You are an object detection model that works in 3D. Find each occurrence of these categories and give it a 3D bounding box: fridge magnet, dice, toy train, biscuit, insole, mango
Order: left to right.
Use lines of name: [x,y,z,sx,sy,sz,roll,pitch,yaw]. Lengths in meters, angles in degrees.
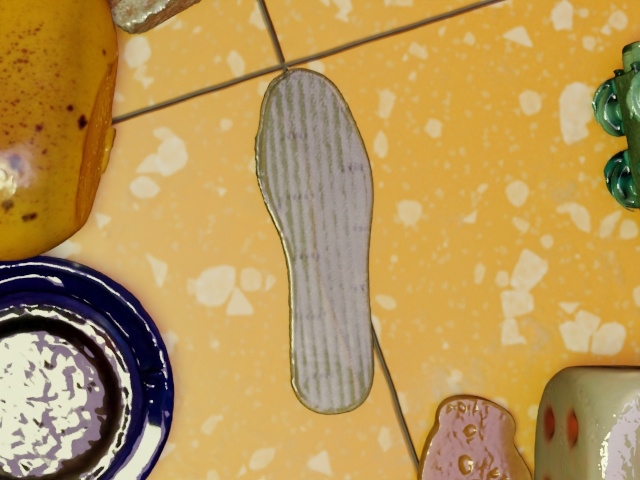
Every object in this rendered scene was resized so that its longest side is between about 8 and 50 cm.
mango: [-0.287,-0.127,1.472,0.191,0.160,0.290,15,81,0]
fridge magnet: [-0.268,0.146,1.481,0.265,0.113,0.265,0,90,-10]
insole: [0.000,0.000,1.587,0.119,0.009,0.348,-4,88,-11]
biscuit: [0.156,0.230,1.598,0.118,0.023,0.140,21,83,-9]
dice: [0.322,0.218,1.543,0.194,0.192,0.193,0,86,-11]
toy train: [0.365,-0.107,1.612,0.154,0.107,0.198,-9,89,-18]

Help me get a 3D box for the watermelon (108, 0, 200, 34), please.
watermelon: [-0.122,-0.297,1.549,0.154,0.094,0.241,42,84,2]
